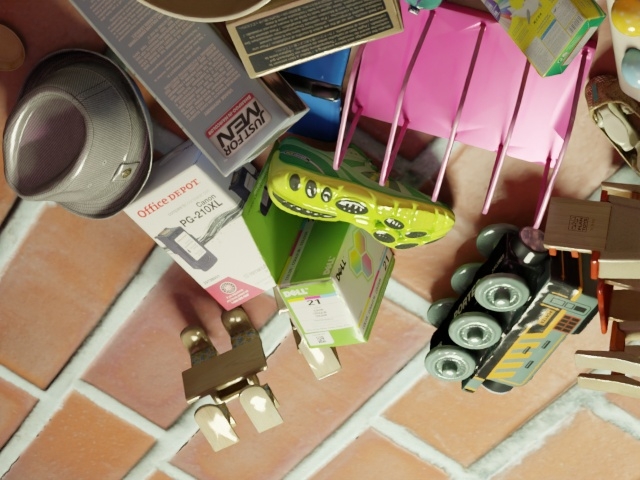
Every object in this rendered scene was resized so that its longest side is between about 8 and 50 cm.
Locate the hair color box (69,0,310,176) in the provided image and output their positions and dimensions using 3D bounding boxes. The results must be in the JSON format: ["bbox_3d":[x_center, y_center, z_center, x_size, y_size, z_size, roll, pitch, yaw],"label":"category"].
[{"bbox_3d":[-0.185,-0.261,1.661,0.113,0.185,0.374,-40,93,12],"label":"hair color box"}]

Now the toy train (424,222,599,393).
[{"bbox_3d":[0.280,0.111,1.977,0.190,0.142,0.334,18,135,-11],"label":"toy train"}]

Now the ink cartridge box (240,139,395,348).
[{"bbox_3d":[0.000,0.000,1.930,0.097,0.189,0.255,-8,127,26],"label":"ink cartridge box"}]

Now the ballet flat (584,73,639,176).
[{"bbox_3d":[0.410,-0.126,1.758,0.206,0.067,0.073,43,129,-20],"label":"ballet flat"}]

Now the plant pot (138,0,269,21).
[{"bbox_3d":[-0.110,-0.430,1.524,0.256,0.274,0.256,10,133,11],"label":"plant pot"}]

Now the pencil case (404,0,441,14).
[{"bbox_3d":[0.142,-0.353,1.650,0.070,0.064,0.152,9,136,-18],"label":"pencil case"}]

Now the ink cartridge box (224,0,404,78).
[{"bbox_3d":[-0.008,-0.309,1.598,0.193,0.235,0.088,-15,127,11],"label":"ink cartridge box"}]

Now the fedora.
[{"bbox_3d":[-0.370,-0.139,1.931,0.244,0.124,0.275,50,124,3],"label":"fedora"}]

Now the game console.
[{"bbox_3d":[-0.095,-0.277,1.828,0.293,0.173,0.250,15,103,5],"label":"game console"}]

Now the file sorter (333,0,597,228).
[{"bbox_3d":[0.177,-0.163,1.727,0.290,0.182,0.202,16,134,5],"label":"file sorter"}]

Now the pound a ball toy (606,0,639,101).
[{"bbox_3d":[0.404,-0.278,1.492,0.208,0.135,0.319,39,159,43],"label":"pound a ball toy"}]

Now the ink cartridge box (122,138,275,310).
[{"bbox_3d":[-0.149,-0.030,2.016,0.172,0.100,0.237,-28,116,36],"label":"ink cartridge box"}]

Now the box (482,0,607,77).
[{"bbox_3d":[0.255,-0.296,1.628,0.179,0.043,0.105,56,137,21],"label":"box"}]

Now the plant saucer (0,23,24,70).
[{"bbox_3d":[-0.465,-0.285,1.958,0.083,0.015,0.083,10,132,11],"label":"plant saucer"}]

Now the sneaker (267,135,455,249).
[{"bbox_3d":[0.067,-0.076,1.896,0.295,0.123,0.109,19,142,-24],"label":"sneaker"}]

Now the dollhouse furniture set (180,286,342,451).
[{"bbox_3d":[-0.114,0.167,2.115,0.242,0.212,0.161,-25,124,4],"label":"dollhouse furniture set"}]

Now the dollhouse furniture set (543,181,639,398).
[{"bbox_3d":[0.369,0.037,1.746,0.135,0.262,0.259,6,154,17],"label":"dollhouse furniture set"}]
